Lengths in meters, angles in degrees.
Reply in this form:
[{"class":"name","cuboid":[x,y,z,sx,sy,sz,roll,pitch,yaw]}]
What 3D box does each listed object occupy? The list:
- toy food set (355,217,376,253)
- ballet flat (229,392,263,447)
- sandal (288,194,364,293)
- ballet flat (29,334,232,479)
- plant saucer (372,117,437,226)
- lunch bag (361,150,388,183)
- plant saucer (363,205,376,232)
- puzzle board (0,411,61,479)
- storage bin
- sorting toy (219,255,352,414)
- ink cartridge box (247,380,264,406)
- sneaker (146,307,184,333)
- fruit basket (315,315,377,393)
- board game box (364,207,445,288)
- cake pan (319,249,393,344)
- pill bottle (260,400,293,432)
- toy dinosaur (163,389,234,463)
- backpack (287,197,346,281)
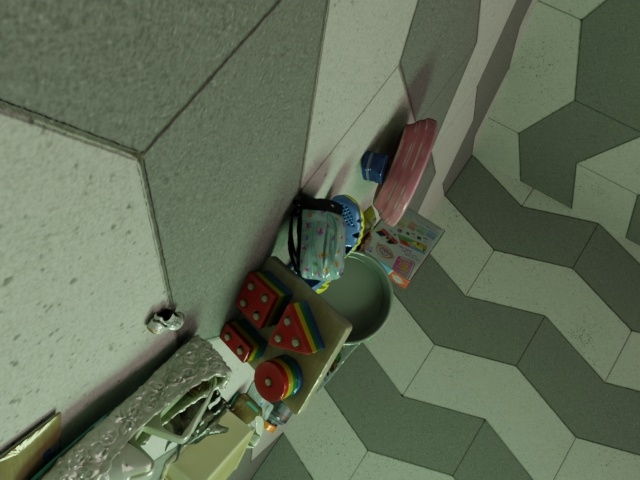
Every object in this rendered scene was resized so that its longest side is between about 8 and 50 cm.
[{"class":"toy food set","cuboid":[0.143,0.020,1.730,0.192,0.039,0.132,-50,164,-28]},{"class":"ballet flat","cuboid":[-0.251,0.620,1.718,0.116,0.124,0.342,-54,168,-45]},{"class":"sandal","cuboid":[0.006,0.027,1.326,0.138,0.126,0.317,-24,143,-59]},{"class":"ballet flat","cuboid":[-0.299,0.320,0.883,0.409,0.147,0.147,-45,161,-44]},{"class":"plant saucer","cuboid":[0.235,-0.206,1.510,0.332,0.084,0.331,-159,-90,-89]},{"class":"lunch bag","cuboid":[0.145,-0.199,1.407,0.098,0.065,0.067,61,47,-73]},{"class":"plant saucer","cuboid":[0.127,-0.004,1.801,0.188,0.045,0.188,-43,160,-44]},{"class":"puzzle board","cuboid":[-0.417,0.311,0.741,0.096,0.011,0.128,-41,160,-50]},{"class":"storage bin","cuboid":[-0.345,0.673,1.530,0.262,0.123,0.260,-37,156,-55]},{"class":"sorting toy","cuboid":[-0.097,0.211,1.129,0.089,0.255,0.257,-5,128,-53]},{"class":"ink cartridge box","cuboid":[-0.191,0.516,1.824,0.104,0.062,0.181,-62,165,19]},{"class":"sneaker","cuboid":[-0.250,0.129,0.861,0.036,0.032,0.083,-61,166,15]},{"class":"fruit basket","cuboid":[0.042,0.305,1.828,0.353,0.165,0.327,-49,-153,15]},{"class":"board game box","cuboid":[0.324,0.010,2.092,0.316,0.242,0.064,-48,165,-32]},{"class":"cake pan","cuboid":[0.080,0.174,1.604,0.293,0.293,0.054,-55,-170,-8]},{"class":"pill bottle","cuboid":[-0.156,0.649,2.088,0.245,0.131,0.130,-54,165,-14]},{"class":"toy dinosaur","cuboid":[-0.298,0.430,1.245,0.160,0.121,0.313,-39,165,-18]},{"class":"backpack","cuboid":[0.000,0.000,1.149,0.152,0.115,0.181,5,88,-69]}]
